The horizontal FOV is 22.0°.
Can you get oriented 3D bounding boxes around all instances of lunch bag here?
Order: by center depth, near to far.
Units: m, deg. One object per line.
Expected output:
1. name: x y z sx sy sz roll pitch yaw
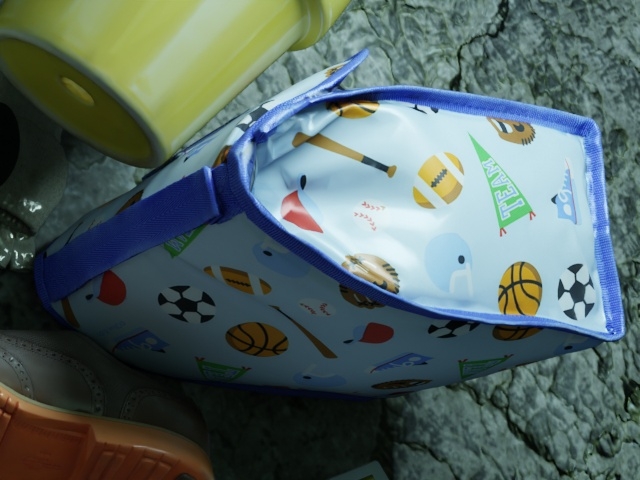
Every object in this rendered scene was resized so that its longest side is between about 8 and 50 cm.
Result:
1. lunch bag: 0.000 0.000 1.366 0.385 0.328 0.239 5 71 -36

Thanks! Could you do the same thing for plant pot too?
1. plant pot: -0.123 -0.197 1.264 0.254 0.254 0.239 41 72 -18

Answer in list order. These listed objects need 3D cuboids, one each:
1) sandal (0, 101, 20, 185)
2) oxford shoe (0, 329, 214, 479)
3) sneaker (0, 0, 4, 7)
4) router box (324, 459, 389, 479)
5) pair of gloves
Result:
1. sandal: -0.293 -0.052 1.301 0.067 0.040 0.179 52 47 -11
2. oxford shoe: -0.257 0.127 1.308 0.363 0.130 0.133 24 31 -20
3. sneaker: -0.222 -0.257 1.432 0.293 0.102 0.146 7 58 -47
4. router box: -0.020 0.371 1.341 0.335 0.082 0.301 -15 66 -37
5. pair of gloves: -0.318 -0.095 1.356 0.240 0.042 0.204 22 59 -34
